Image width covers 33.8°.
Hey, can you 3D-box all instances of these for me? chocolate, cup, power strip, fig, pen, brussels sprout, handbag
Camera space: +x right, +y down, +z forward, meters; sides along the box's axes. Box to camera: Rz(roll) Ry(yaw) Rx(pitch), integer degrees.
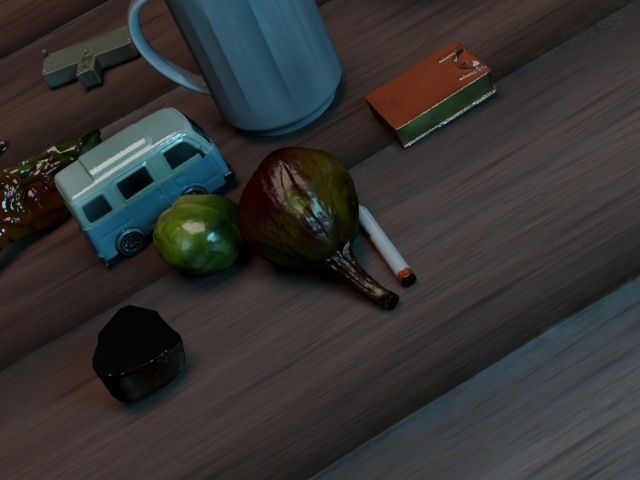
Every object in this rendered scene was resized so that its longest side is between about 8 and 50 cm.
[{"bbox_3d":[-0.254,0.167,1.523,0.125,0.080,0.149,-7,36,4],"label":"chocolate"},{"bbox_3d":[-0.153,-0.351,1.823,0.322,0.327,0.237,-15,43,10],"label":"cup"},{"bbox_3d":[-0.487,-0.381,2.224,0.215,0.061,0.145,-20,40,8],"label":"power strip"},{"bbox_3d":[0.008,-0.031,1.529,0.190,0.191,0.290,-44,43,-20],"label":"fig"},{"bbox_3d":[0.087,-0.003,1.568,0.026,0.026,0.218,-29,41,-4],"label":"pen"},{"bbox_3d":[-0.187,-0.006,1.641,0.155,0.117,0.155,-25,20,9],"label":"brussels sprout"},{"bbox_3d":[0.184,-0.245,1.749,0.190,0.063,0.127,-31,41,-3],"label":"handbag"}]

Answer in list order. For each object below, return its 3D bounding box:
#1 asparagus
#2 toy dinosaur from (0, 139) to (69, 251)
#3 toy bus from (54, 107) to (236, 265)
[{"bbox_3d":[-0.534,-0.123,1.968,0.287,0.080,0.080,-26,41,-5],"label":"asparagus"},{"bbox_3d":[-0.562,-0.056,1.867,0.432,0.097,0.208,-40,85,-13],"label":"toy dinosaur"},{"bbox_3d":[-0.297,-0.107,1.762,0.271,0.165,0.133,-34,41,-10],"label":"toy bus"}]
